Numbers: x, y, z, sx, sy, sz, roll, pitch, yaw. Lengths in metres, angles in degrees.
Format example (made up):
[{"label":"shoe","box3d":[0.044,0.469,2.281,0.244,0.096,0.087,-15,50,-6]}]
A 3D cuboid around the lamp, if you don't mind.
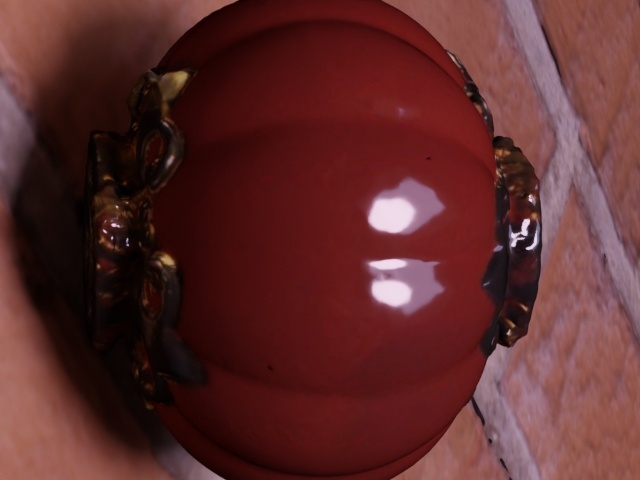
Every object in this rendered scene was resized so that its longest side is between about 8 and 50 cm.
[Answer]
[{"label":"lamp","box3d":[0.000,0.000,0.746,0.227,0.227,0.227,18,69,-58]}]
